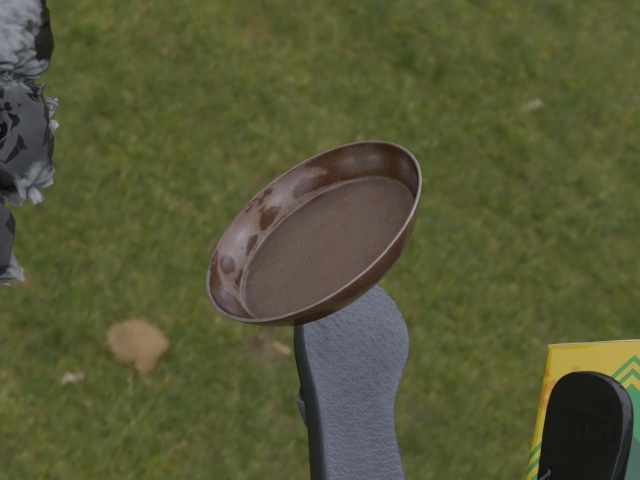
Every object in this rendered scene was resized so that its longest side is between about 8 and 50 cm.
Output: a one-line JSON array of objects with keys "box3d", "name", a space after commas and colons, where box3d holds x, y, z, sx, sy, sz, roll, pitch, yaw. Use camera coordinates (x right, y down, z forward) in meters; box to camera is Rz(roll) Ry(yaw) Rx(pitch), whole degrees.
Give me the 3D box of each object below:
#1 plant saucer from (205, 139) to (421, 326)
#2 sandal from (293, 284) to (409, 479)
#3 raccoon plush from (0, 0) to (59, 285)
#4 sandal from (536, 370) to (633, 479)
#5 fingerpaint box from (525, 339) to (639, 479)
[{"box3d": [0.000, 0.000, 1.186, 0.029, 0.168, 0.168, 53, 29, -32], "name": "plant saucer"}, {"box3d": [0.017, 0.129, 1.393, 0.097, 0.054, 0.254, 19, 44, -17], "name": "sandal"}, {"box3d": [-0.313, -0.104, 0.718, 0.299, 0.446, 0.216, 6, 57, 39], "name": "raccoon plush"}, {"box3d": [0.126, 0.157, 0.925, 0.067, 0.179, 0.040, 12, 12, 40], "name": "sandal"}, {"box3d": [0.264, 0.361, 1.410, 0.163, 0.445, 0.371, -4, 29, 16], "name": "fingerpaint box"}]
